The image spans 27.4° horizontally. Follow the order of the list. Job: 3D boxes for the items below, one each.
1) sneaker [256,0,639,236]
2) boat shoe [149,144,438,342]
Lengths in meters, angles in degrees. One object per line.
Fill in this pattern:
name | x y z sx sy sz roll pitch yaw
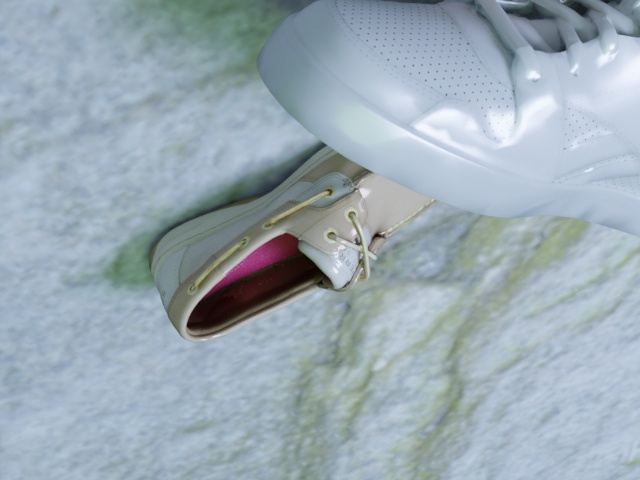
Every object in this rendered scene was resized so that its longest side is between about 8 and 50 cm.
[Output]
sneaker | 0.124 -0.094 0.555 0.292 0.108 0.169 8 130 -38
boat shoe | 0.000 0.000 0.629 0.170 0.059 0.063 -28 136 9
